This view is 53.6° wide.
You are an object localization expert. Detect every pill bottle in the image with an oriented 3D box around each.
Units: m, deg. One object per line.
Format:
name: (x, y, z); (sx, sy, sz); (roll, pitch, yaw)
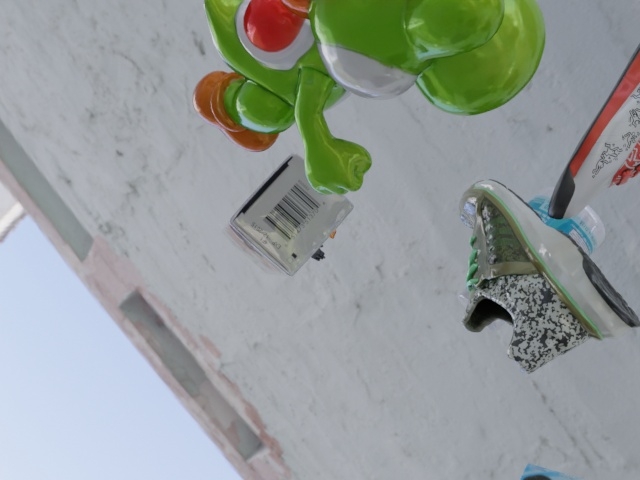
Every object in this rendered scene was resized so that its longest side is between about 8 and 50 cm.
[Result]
pill bottle: (0.372, 0.039, 1.144); (0.146, 0.264, 0.146); (44, -6, 6)

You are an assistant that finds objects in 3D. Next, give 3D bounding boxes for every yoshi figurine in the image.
yoshi figurine: (0.043, -0.159, 0.562); (0.362, 0.203, 0.203); (6, -58, 56)

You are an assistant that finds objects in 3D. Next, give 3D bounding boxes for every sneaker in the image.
sneaker: (0.376, -0.114, 0.696); (0.145, 0.270, 0.090); (32, 0, 14)
sneaker: (0.259, 0.043, 0.917); (0.182, 0.410, 0.158); (-40, -68, 8)

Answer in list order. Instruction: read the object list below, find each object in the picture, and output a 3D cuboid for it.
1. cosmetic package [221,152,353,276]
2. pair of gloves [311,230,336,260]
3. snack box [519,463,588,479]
cosmetic package: (-0.069, -0.034, 1.066); (0.129, 0.153, 0.296); (42, -11, -6)
pair of gloves: (0.000, 0.000, 1.339); (0.010, 0.083, 0.074); (18, -10, 39)
snack box: (0.482, 0.537, 1.158); (0.060, 0.187, 0.322); (47, -26, -20)
